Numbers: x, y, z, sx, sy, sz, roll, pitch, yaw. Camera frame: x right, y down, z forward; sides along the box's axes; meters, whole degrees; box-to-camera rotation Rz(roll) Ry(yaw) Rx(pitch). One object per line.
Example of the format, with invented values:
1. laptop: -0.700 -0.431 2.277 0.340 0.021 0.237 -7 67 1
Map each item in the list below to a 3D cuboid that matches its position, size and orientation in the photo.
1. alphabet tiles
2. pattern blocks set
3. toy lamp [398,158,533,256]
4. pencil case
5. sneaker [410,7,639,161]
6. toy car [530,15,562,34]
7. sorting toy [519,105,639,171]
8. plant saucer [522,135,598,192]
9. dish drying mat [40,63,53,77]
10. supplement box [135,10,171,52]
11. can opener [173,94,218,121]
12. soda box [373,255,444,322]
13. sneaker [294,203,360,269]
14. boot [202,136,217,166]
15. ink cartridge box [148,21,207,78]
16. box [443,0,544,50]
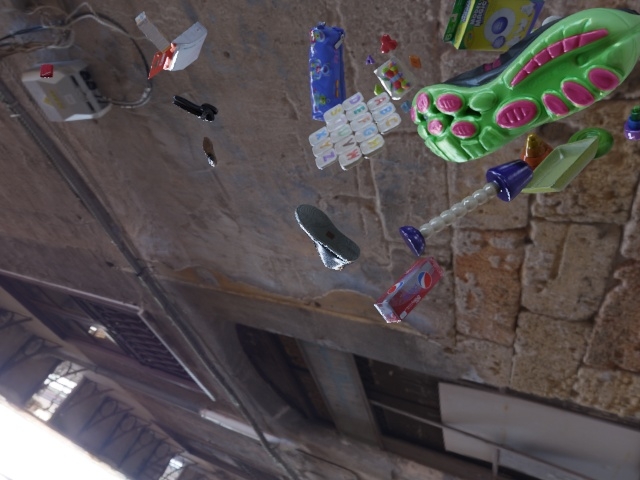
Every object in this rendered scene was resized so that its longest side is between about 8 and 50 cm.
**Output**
1. alphabet tiles: 0.095 -0.335 1.313 0.021 0.278 0.284 49 -160 -46
2. pattern blocks set: 0.353 -0.762 2.040 0.026 0.325 0.285 -53 5 -35
3. toy lamp: 0.291 -0.067 0.865 0.275 0.080 0.080 -34 -35 2
4. pencil case: 0.028 -0.552 1.447 0.119 0.133 0.305 -19 -63 -38
5. sneaker: 0.373 -0.286 0.854 0.202 0.483 0.185 -33 -76 -28
6. toy car: 0.765 -0.634 1.421 0.159 0.182 0.136 -43 -41 -18
7. sorting toy: 0.792 -0.323 1.338 0.126 0.366 0.127 46 -141 -42
8. plant saucer: 0.677 -0.199 1.239 0.188 0.045 0.188 -46 5 0
9. dish drying mat: -0.764 -0.474 1.218 0.032 0.083 0.008 -13 -44 -19
10. supplement box: -0.477 -0.594 1.247 0.036 0.062 0.098 -37 -43 7
11. can opener: -0.517 -0.540 1.788 0.073 0.186 0.059 -74 4 -54
12. soda box: 0.309 0.167 1.504 0.263 0.092 0.083 -39 -85 -27
13. sneaker: 0.000 0.000 1.242 0.083 0.222 0.118 -46 -1 -31
14. boot: -0.466 -0.370 1.842 0.087 0.042 0.118 174 82 -82
15. ink cartridge box: -0.543 -0.705 1.666 0.066 0.189 0.232 40 -116 -15
16. box: 0.347 -0.444 0.886 0.105 0.179 0.043 99 163 -47
